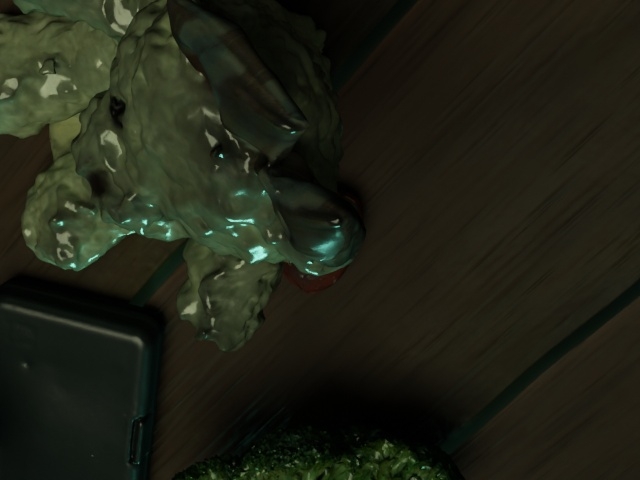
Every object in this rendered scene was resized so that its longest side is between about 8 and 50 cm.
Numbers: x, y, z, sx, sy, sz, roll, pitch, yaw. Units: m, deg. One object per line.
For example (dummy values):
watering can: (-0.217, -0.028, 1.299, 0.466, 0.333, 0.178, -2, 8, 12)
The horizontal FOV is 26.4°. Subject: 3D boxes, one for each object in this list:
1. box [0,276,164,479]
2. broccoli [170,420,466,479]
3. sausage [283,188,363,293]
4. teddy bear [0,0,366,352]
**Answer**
box: (-0.227, 0.152, 1.228, 0.160, 0.050, 0.230, 14, 117, 8)
broccoli: (-0.010, 0.273, 1.112, 0.269, 0.269, 0.254, 7, 130, 10)
sausage: (0.000, 0.000, 1.098, 0.059, 0.054, 0.094, 25, 118, 1)
teddy bear: (-0.134, -0.059, 0.932, 0.375, 0.362, 0.327, -17, 109, 19)
